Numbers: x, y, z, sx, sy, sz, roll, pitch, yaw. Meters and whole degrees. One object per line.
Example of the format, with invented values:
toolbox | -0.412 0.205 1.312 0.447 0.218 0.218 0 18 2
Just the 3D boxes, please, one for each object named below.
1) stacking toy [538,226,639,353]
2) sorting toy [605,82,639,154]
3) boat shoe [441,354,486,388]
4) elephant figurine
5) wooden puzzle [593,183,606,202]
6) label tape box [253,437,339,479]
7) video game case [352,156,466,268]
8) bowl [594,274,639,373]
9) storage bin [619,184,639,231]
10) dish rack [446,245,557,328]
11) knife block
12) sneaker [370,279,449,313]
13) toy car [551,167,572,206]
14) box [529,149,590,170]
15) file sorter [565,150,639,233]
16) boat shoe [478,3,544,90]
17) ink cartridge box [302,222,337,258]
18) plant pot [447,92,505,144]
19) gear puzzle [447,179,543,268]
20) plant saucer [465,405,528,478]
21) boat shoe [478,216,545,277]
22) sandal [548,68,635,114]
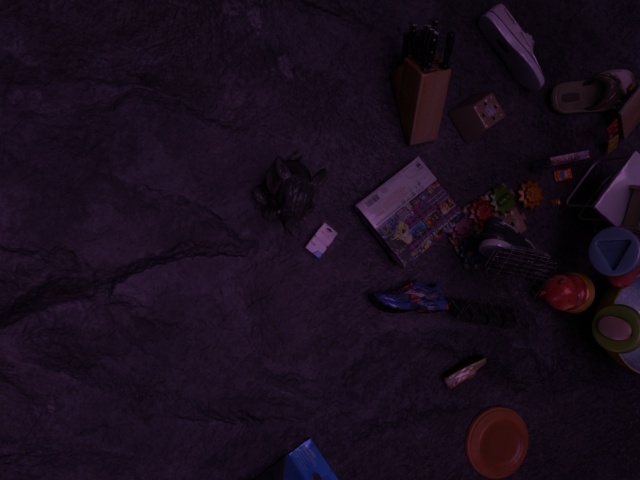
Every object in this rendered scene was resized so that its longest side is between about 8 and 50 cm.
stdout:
stacking toy | 0.758 0.133 1.437 0.130 0.280 0.309 10 130 -38
sorting toy | 0.929 -0.392 1.650 0.275 0.046 0.132 -51 138 -1
boat shoe | 0.399 0.360 1.502 0.135 0.050 0.045 -26 99 -5
elephant figurine | -0.058 -0.117 1.281 0.169 0.239 0.186 -26 95 -15
wooden puzzle | 0.862 -0.133 1.673 0.049 0.006 0.083 15 84 -15
label tape box | -0.088 0.694 1.313 0.347 0.115 0.249 -34 97 -13
video game case | 0.238 -0.076 1.455 0.232 0.042 0.210 -39 88 -14
bowl | 0.904 0.236 1.595 0.289 0.156 0.290 1 88 -17
storage bin | 0.970 -0.043 1.388 0.262 0.260 0.123 15 96 -11
dish rack | 0.481 0.120 1.441 0.208 0.074 0.272 10 124 -17
knife block | 0.273 -0.402 1.387 0.088 0.242 0.276 -14 93 -15
sneaker | 0.234 0.147 1.452 0.221 0.083 0.087 4 74 -21
toy car | 0.722 -0.158 1.615 0.060 0.040 0.122 6 86 -16
box | 0.691 -0.231 1.581 0.136 0.094 0.027 -13 92 -17
file sorter | 0.891 -0.091 1.586 0.277 0.173 0.193 38 87 -12
boat shoe | 0.562 -0.553 1.559 0.088 0.096 0.268 -41 91 -9
ink cartridge box | 0.000 0.000 1.404 0.048 0.028 0.083 40 78 -12
plant pot | 0.440 -0.346 1.510 0.109 0.096 0.109 -35 98 -14
gear puzzle | 0.512 -0.062 1.548 0.338 0.044 0.176 -30 97 -15
plant saucer | 0.502 0.568 1.529 0.199 0.037 0.200 1 88 -17
boat shoe | 0.533 0.027 1.486 0.302 0.114 0.091 31 63 -44
sandal | 0.826 -0.441 1.630 0.302 0.086 0.120 -17 93 -16
